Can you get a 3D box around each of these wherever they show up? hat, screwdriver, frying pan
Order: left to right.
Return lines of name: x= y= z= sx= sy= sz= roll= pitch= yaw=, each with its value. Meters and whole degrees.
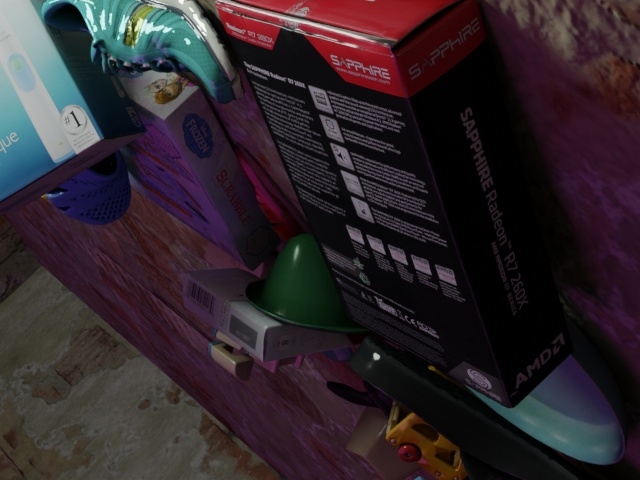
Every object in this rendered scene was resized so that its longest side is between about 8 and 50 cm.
hat: x=0.000 y=0.000 z=1.456 sx=0.208 sy=0.184 sz=0.173 roll=5 pitch=-163 yaw=-29
screwdriver: x=0.098 y=0.146 z=1.597 sx=0.170 sy=0.024 sz=0.025 roll=32 pitch=131 yaw=56
frying pan: x=0.127 y=0.267 z=1.756 sx=0.197 sy=0.053 sz=0.326 roll=46 pitch=166 yaw=-4

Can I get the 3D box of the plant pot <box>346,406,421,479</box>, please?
plant pot: x=0.108 y=0.332 z=1.878 sx=0.109 sy=0.096 sz=0.109 roll=49 pitch=162 yaw=-16

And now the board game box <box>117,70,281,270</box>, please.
board game box: x=-0.224 y=-0.138 z=1.584 sx=0.318 sy=0.066 sz=0.318 roll=33 pitch=160 yaw=36

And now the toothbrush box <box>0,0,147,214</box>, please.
toothbrush box: x=-0.379 y=-0.202 z=1.369 sx=0.296 sy=0.216 sz=0.126 roll=63 pitch=-163 yaw=0

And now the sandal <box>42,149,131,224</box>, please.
sandal: x=-0.318 y=-0.113 z=1.548 sx=0.138 sy=0.126 sz=0.317 roll=32 pitch=161 yaw=27

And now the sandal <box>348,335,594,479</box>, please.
sandal: x=0.213 y=0.271 z=1.349 sx=0.445 sy=0.107 sz=0.167 roll=33 pitch=-176 yaw=7

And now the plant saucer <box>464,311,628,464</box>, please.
plant saucer: x=0.197 y=0.110 z=1.220 sx=0.317 sy=0.044 sz=0.317 roll=39 pitch=163 yaw=15

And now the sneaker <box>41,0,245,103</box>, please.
sneaker: x=-0.188 y=-0.211 z=1.243 sx=0.275 sy=0.110 sz=0.107 roll=34 pitch=161 yaw=29

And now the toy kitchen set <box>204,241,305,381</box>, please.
toy kitchen set: x=-0.094 y=0.092 z=1.798 sx=0.122 sy=0.166 sz=0.207 roll=32 pitch=115 yaw=36

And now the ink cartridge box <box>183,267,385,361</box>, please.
ink cartridge box: x=-0.038 y=0.088 z=1.550 sx=0.189 sy=0.232 sz=0.066 roll=28 pitch=119 yaw=45

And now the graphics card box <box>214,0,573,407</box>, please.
graphics card box: x=0.068 y=-0.048 z=0.984 sx=0.232 sy=0.094 sz=0.371 roll=25 pitch=146 yaw=48

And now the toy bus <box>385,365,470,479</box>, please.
toy bus: x=0.183 y=0.252 z=1.483 sx=0.202 sy=0.104 sz=0.191 roll=3 pitch=-129 yaw=-47

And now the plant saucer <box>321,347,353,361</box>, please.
plant saucer: x=0.002 y=0.152 z=1.829 sx=0.119 sy=0.021 sz=0.119 roll=40 pitch=163 yaw=15
